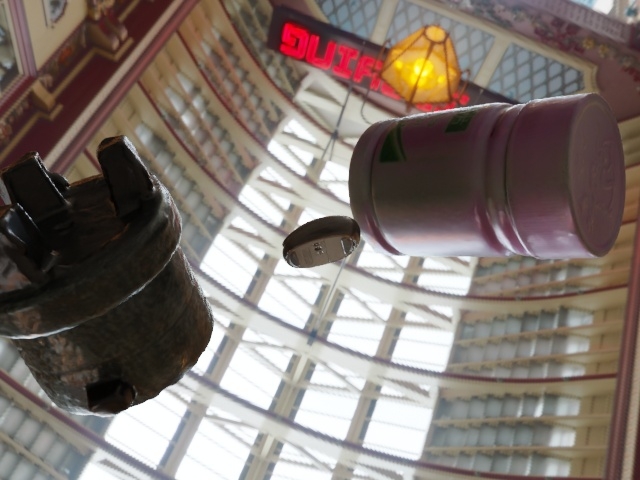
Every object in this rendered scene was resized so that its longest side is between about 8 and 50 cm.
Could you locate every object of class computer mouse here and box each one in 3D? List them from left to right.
[{"bbox_3d":[0.000,-0.002,0.838,0.096,0.066,0.039,-15,-125,0],"label":"computer mouse"}]

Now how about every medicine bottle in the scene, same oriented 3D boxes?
[{"bbox_3d":[0.221,-0.080,0.974,0.212,0.325,0.212,1,-91,-48],"label":"medicine bottle"}]

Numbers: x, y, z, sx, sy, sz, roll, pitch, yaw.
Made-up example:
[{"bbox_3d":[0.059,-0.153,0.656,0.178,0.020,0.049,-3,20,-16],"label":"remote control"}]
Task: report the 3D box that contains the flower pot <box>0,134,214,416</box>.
[{"bbox_3d":[-0.301,0.044,0.861,0.298,0.283,0.299,-12,-147,8],"label":"flower pot"}]
